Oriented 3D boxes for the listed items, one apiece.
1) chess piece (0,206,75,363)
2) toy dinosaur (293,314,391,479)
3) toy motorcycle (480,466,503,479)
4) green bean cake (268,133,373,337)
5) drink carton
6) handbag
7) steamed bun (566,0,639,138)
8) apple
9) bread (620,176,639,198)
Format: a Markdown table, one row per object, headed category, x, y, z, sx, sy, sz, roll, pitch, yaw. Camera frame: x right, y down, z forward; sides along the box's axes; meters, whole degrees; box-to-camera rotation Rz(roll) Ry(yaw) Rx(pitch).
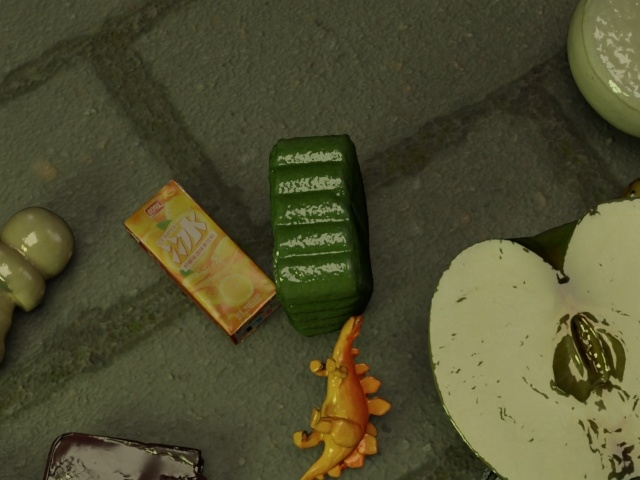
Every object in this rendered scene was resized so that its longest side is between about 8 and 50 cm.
| category | x | y | z | sx | sy | sz | roll | pitch | yaw |
| --- | --- | --- | --- | --- | --- | --- | --- | --- | --- |
| chess piece | -0.431 | 0.067 | 1.914 | 0.143 | 0.143 | 0.261 | 34 | 72 | 12 |
| toy dinosaur | 0.031 | 0.238 | 1.861 | 0.117 | 0.070 | 0.288 | 11 | 95 | -25 |
| toy motorcycle | 0.267 | 0.372 | 1.826 | 0.190 | 0.074 | 0.106 | 42 | 87 | 14 |
| green bean cake | 0.000 | 0.000 | 1.863 | 0.125 | 0.248 | 0.222 | -7 | 68 | 6 |
| drink carton | -0.158 | 0.030 | 1.946 | 0.096 | 0.071 | 0.223 | -42 | 76 | -9 |
| handbag | -0.258 | 0.361 | 1.844 | 0.216 | 0.074 | 0.203 | 7 | 73 | 2 |
| steamed bun | 0.476 | -0.260 | 1.958 | 0.283 | 0.177 | 0.283 | 0 | 75 | 0 |
| apple | 0.329 | 0.149 | 1.782 | 0.311 | 0.320 | 0.360 | -6 | 74 | -39 |
| bread | 0.473 | 0.001 | 1.939 | 0.149 | 0.065 | 0.188 | -11 | 75 | -11 |
